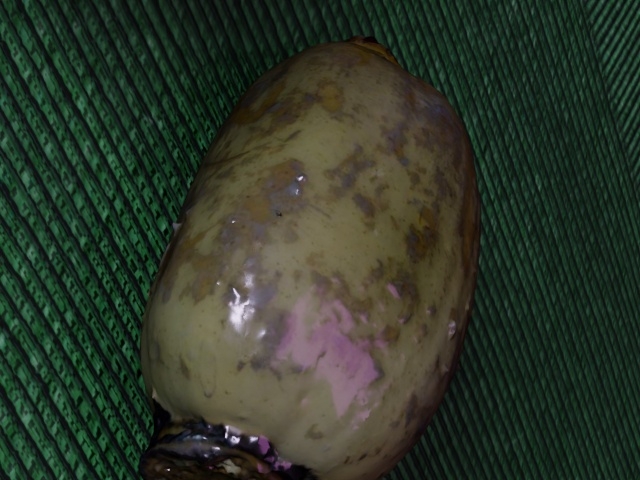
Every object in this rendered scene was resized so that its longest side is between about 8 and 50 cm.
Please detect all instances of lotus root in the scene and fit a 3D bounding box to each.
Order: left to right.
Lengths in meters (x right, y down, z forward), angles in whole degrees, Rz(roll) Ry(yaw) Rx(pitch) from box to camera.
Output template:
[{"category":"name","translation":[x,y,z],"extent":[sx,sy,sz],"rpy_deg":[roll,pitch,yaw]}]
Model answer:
[{"category":"lotus root","translation":[0.000,0.000,0.853],"extent":[0.173,0.173,0.309],"rpy_deg":[57,39,-41]}]
